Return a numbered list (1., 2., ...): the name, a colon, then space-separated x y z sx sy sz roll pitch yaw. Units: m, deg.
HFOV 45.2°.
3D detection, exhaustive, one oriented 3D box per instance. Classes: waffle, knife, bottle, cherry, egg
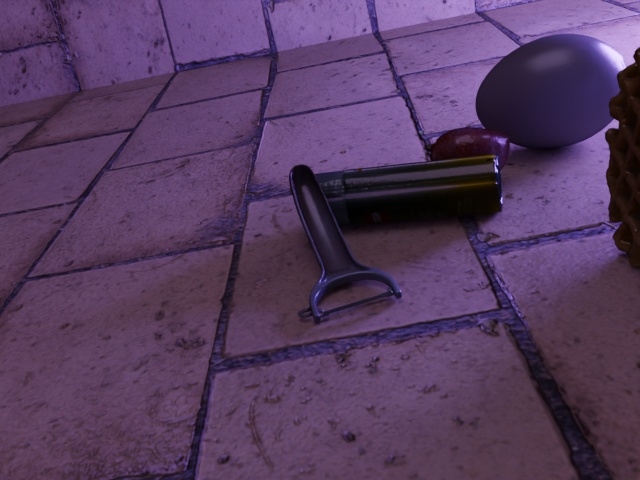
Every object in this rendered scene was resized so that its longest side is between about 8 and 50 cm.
1. waffle: 0.369 -0.092 0.817 0.056 0.253 0.249 0 9 -4
2. knife: 0.000 0.001 0.994 0.123 0.053 0.278 -13 42 -10
3. bottle: 0.109 -0.068 1.091 0.286 0.082 0.082 -4 25 16
4. cherry: 0.177 -0.109 1.157 0.225 0.090 0.107 -18 -5 19
5. egg: 0.363 -0.233 1.223 0.231 0.176 0.176 -16 24 4
